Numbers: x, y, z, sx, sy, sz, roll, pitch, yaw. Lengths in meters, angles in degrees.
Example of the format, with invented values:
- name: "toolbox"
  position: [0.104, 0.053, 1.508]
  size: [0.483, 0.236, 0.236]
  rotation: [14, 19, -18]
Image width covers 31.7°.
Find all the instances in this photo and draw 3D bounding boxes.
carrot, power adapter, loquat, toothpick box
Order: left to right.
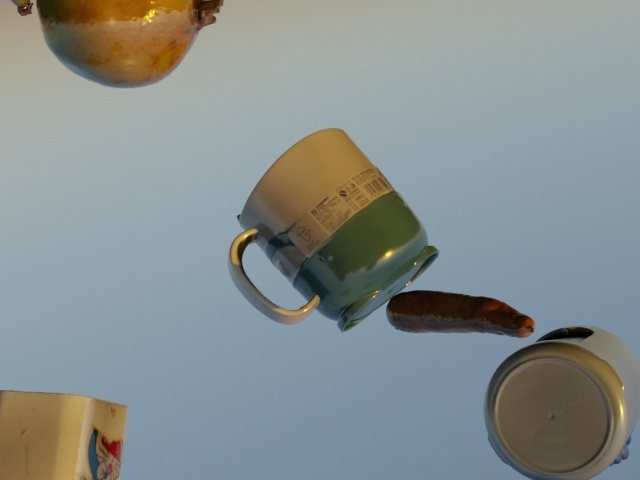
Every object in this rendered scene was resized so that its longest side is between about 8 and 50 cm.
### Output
- name: "power adapter"
  position: [-0.296, 0.275, 1.240]
  size: [0.125, 0.205, 0.130]
  rotation: [0, 167, 18]
- name: "loquat"
  position: [-0.253, -0.307, 1.533]
  size: [0.246, 0.213, 0.213]
  rotation: [-1, -163, 8]
- name: "carrot"
  position: [0.172, 0.092, 1.386]
  size: [0.059, 0.059, 0.248]
  rotation: [-21, -166, -37]
- name: "toothpick box"
  position: [0.448, 0.282, 1.968]
  size: [0.263, 0.263, 0.354]
  rotation: [-2, -177, 24]

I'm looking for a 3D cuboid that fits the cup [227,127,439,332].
- name: "cup"
  position: [0.000, 0.000, 1.696]
  size: [0.289, 0.258, 0.219]
  rotation: [-35, 166, -23]

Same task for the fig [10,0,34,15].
- name: "fig"
  position: [-0.334, -0.326, 1.200]
  size: [0.126, 0.185, 0.133]
  rotation: [-3, -135, 42]
